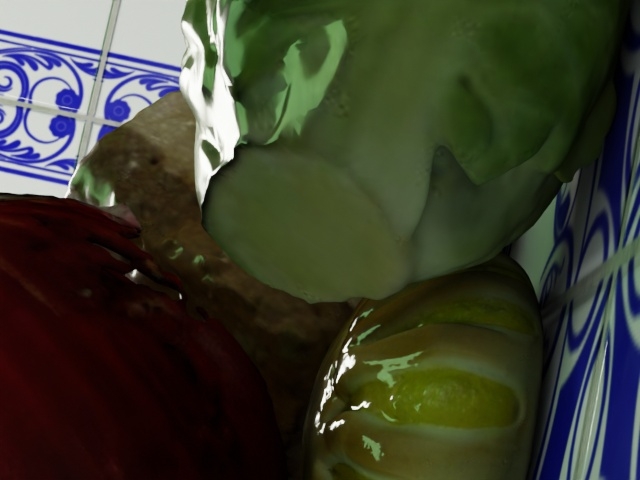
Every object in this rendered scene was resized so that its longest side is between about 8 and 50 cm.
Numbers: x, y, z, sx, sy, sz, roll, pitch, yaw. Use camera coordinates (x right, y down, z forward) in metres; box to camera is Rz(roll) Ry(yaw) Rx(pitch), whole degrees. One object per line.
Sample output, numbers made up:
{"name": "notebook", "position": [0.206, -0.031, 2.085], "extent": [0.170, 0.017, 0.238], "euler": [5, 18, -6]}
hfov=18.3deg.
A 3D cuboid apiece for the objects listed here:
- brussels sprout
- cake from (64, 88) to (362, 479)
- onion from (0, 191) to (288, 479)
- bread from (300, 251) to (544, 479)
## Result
{"name": "brussels sprout", "position": [0.038, -0.094, 0.880], "extent": [0.244, 0.244, 0.244], "euler": [-168, 90, -89]}
{"name": "cake", "position": [0.000, 0.000, 1.173], "extent": [0.293, 0.196, 0.198], "euler": [-37, -25, -36]}
{"name": "onion", "position": [-0.182, 0.129, 0.978], "extent": [0.341, 0.341, 0.341], "euler": [-168, 90, -89]}
{"name": "bread", "position": [0.045, 0.094, 0.949], "extent": [0.213, 0.105, 0.213], "euler": [15, -90, -90]}
